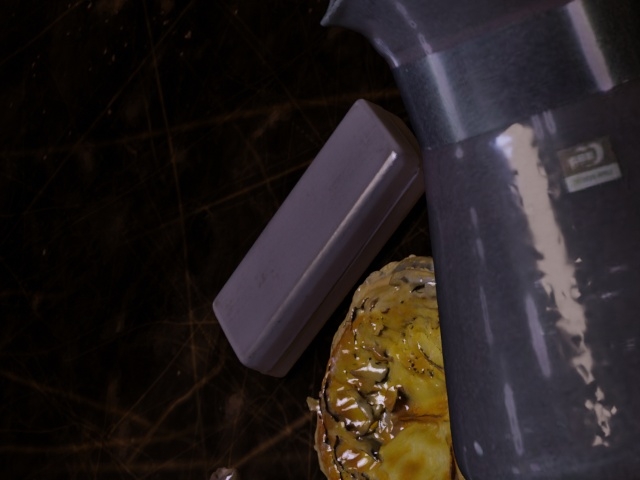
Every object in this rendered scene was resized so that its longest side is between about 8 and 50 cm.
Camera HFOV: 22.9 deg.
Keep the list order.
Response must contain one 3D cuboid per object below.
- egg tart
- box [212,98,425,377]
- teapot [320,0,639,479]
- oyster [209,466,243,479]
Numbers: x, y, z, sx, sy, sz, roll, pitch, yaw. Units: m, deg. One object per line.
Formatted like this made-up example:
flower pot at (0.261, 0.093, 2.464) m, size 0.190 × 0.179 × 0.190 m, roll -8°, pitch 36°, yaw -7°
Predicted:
egg tart at (0.091, 0.126, 1.174) m, size 0.252 × 0.098 × 0.231 m, roll -11°, pitch 71°, yaw 52°
box at (0.000, 0.000, 1.372) m, size 0.243 × 0.055 × 0.103 m, roll -53°, pitch 39°, yaw 19°
teapot at (0.180, -0.030, 0.935) m, size 0.253 × 0.300 × 0.344 m, roll -156°, pitch 45°, yaw -82°
oyster at (-0.036, 0.284, 1.211) m, size 0.337 × 0.133 × 0.197 m, roll -110°, pitch 25°, yaw -59°
